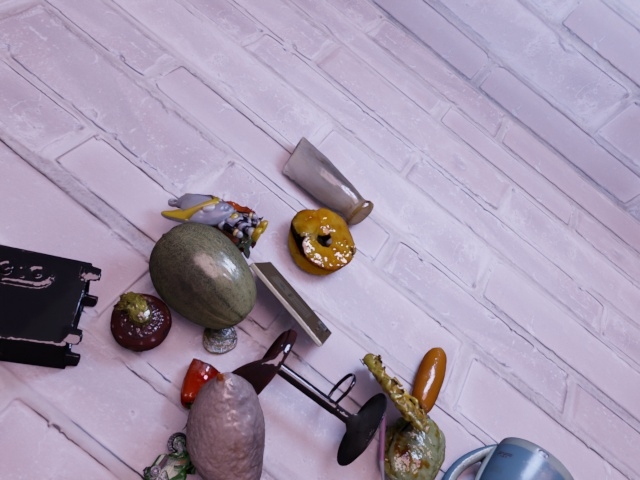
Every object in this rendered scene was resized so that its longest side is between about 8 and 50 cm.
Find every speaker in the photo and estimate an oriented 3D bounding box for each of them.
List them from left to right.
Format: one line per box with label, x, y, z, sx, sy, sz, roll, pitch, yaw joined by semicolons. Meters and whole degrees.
speaker;-0.689;0.167;1.196;0.254;0.184;0.232;14;55;-18

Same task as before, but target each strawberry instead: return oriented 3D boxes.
strawberry;-0.308;-0.039;1.591;0.228;0.098;0.174;19;65;10

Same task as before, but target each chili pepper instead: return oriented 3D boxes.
chili pepper;-0.326;0.404;1.304;0.086;0.084;0.192;3;50;13

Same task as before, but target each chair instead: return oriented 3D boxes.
chair;-0.041;0.406;1.362;0.401;0.226;0.226;36;51;-3

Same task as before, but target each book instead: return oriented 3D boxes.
book;-0.085;0.185;1.514;0.021;0.217;0.310;-42;83;5

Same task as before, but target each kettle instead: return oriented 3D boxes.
kettle;0.520;0.768;1.452;0.319;0.247;0.342;30;51;34

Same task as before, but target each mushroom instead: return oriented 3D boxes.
mushroom;0.016;-0.219;1.850;0.407;0.137;0.154;44;38;12

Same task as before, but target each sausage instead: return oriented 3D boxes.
sausage;0.359;0.452;1.628;0.098;0.098;0.238;36;52;-3

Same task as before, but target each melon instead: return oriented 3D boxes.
melon;-0.326;0.101;1.387;0.329;0.248;0.248;46;51;2

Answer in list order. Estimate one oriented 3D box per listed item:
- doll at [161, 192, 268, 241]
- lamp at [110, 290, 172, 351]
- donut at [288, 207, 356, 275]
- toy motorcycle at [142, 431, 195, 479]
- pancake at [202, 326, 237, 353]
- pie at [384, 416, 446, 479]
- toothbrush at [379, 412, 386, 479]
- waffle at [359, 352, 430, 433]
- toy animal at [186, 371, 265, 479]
doll;-0.319;-0.073;1.497;0.316;0.103;0.145;19;57;7
lamp;-0.473;0.212;1.311;0.157;0.135;0.156;16;56;-19
donut;0.001;0.002;1.709;0.254;0.118;0.253;12;58;-21
toy motorcycle;-0.365;0.565;1.194;0.106;0.074;0.190;41;50;-10
pancake;-0.291;0.282;1.439;0.108;0.017;0.108;14;58;-23
pie;0.281;0.628;1.478;0.201;0.090;0.248;43;47;7
toothbrush;0.171;0.594;1.392;0.025;0.020;0.286;0;94;-21
waffle;0.224;0.441;1.461;0.060;0.262;0.280;-40;71;-2
toy animal;-0.229;0.452;1.195;0.188;0.358;0.226;-5;24;-22
